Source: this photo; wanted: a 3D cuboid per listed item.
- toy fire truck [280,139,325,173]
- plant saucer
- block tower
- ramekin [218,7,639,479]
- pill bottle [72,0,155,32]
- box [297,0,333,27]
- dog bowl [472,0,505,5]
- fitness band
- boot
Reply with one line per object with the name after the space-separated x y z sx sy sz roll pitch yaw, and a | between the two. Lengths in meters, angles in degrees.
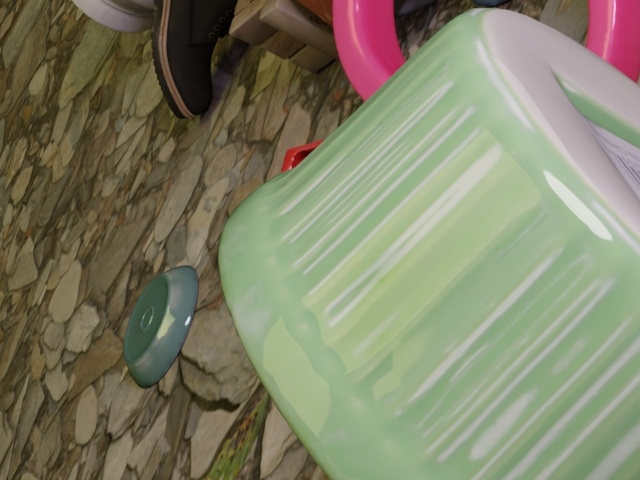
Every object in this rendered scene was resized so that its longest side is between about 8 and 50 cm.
0.000 0.000 1.265 0.192 0.135 0.047 -26 45 56 | toy fire truck
-0.150 0.075 1.655 0.119 0.021 0.119 -47 30 38 | plant saucer
0.008 -0.306 1.587 0.097 0.091 0.335 -31 41 54 | block tower
0.118 0.038 0.796 0.148 0.303 0.303 -48 28 20 | ramekin
-0.135 -0.355 1.819 0.323 0.181 0.181 -46 31 39 | pill bottle
-0.018 -0.264 1.422 0.091 0.130 0.170 -44 61 -12 | box
0.141 -0.320 1.340 0.166 0.074 0.297 -18 53 59 | dog bowl
0.107 -0.151 1.187 0.209 0.054 0.291 -60 42 22 | fitness band
-0.088 -0.211 1.731 0.077 0.137 0.198 -59 -33 -59 | boot
